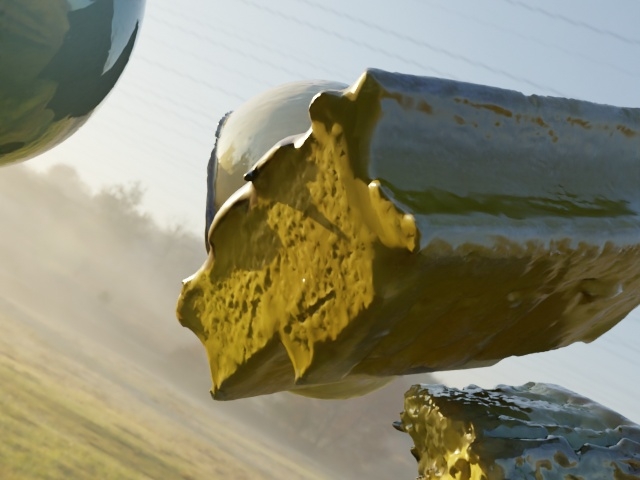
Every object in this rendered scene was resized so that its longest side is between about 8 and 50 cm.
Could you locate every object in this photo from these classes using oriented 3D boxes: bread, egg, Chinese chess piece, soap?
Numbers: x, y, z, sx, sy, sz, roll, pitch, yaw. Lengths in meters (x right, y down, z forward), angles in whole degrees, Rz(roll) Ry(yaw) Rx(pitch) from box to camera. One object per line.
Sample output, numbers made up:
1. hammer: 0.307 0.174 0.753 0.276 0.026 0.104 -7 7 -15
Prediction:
1. bread: 0.177 0.203 0.683 0.204 0.262 0.162 4 -39 -19
2. egg: -0.185 -0.128 0.489 0.183 0.182 0.264 31 -24 -8
3. Chinese chess piece: 0.000 0.000 0.997 0.141 0.338 0.338 -11 -23 15
4. soap: 0.078 0.013 0.637 0.281 0.143 0.259 -3 -28 -37
